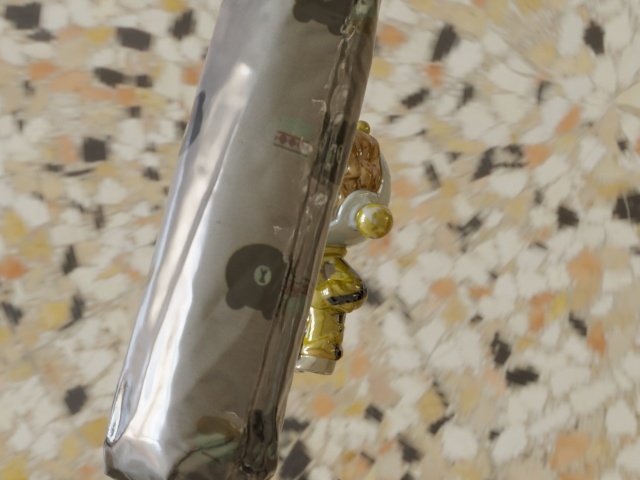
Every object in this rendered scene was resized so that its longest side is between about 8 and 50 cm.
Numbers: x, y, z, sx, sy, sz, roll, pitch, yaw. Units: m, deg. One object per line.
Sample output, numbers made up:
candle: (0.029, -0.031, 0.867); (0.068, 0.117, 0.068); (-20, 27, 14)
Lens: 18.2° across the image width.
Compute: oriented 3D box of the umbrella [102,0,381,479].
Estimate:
umbrella: (-0.020, -0.051, 0.865); (0.073, 0.067, 0.337); (5, 75, 37)

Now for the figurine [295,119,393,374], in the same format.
figurine: (0.004, 0.001, 1.113); (0.101, 0.068, 0.143); (-26, 64, 31)

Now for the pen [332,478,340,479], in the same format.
pen: (-0.065, 0.239, 1.531); (0.197, 0.053, 0.032); (-26, 118, -10)
